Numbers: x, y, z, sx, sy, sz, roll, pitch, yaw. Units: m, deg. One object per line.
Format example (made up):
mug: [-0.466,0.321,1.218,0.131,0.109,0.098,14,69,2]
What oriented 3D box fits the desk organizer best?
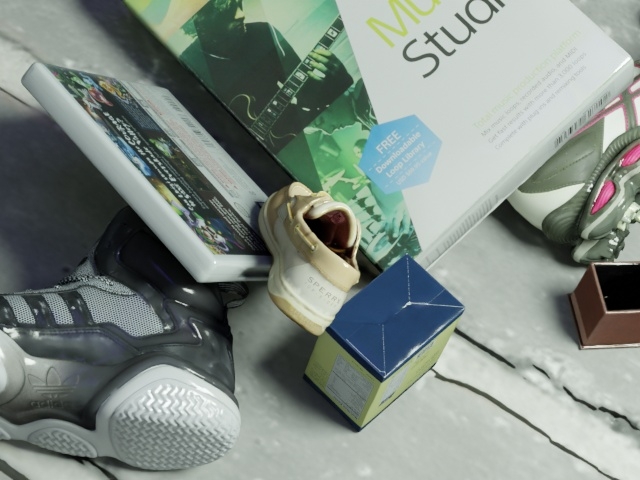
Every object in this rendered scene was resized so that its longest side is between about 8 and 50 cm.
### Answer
desk organizer: [0.251,0.045,1.150,0.130,0.050,0.047,-1,58,-13]

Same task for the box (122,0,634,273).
box: [0.034,-0.152,1.170,0.232,0.058,0.322,-43,71,-3]

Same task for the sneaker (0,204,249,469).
sneaker: [-0.176,0.049,1.028,0.269,0.101,0.153,15,55,-10]

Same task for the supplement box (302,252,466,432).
supplement box: [0.042,0.069,1.068,0.056,0.083,0.083,44,59,15]

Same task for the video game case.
video game case: [-0.096,-0.043,1.083,0.190,0.022,0.173,47,17,18]

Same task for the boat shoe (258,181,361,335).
boat shoe: [0.000,0.000,1.044,0.063,0.059,0.170,37,17,-21]

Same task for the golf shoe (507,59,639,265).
golf shoe: [0.239,-0.103,1.215,0.120,0.105,0.273,33,56,18]
